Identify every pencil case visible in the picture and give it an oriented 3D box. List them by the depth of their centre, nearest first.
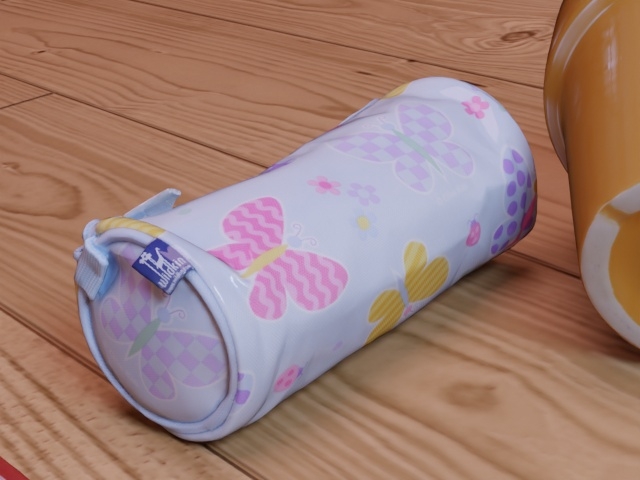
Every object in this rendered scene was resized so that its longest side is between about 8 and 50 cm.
[{"bbox_3d":[0.000,0.000,0.726,0.124,0.113,0.273,35,42,28],"label":"pencil case"}]

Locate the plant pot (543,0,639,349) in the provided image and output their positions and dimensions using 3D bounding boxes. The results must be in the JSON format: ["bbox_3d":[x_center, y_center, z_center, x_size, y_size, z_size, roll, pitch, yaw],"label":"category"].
[{"bbox_3d":[0.207,-0.042,0.688,0.205,0.205,0.188,1,40,19],"label":"plant pot"}]

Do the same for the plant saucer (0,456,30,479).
[{"bbox_3d":[-0.207,0.089,0.432,0.258,0.048,0.259,38,24,2],"label":"plant saucer"}]
